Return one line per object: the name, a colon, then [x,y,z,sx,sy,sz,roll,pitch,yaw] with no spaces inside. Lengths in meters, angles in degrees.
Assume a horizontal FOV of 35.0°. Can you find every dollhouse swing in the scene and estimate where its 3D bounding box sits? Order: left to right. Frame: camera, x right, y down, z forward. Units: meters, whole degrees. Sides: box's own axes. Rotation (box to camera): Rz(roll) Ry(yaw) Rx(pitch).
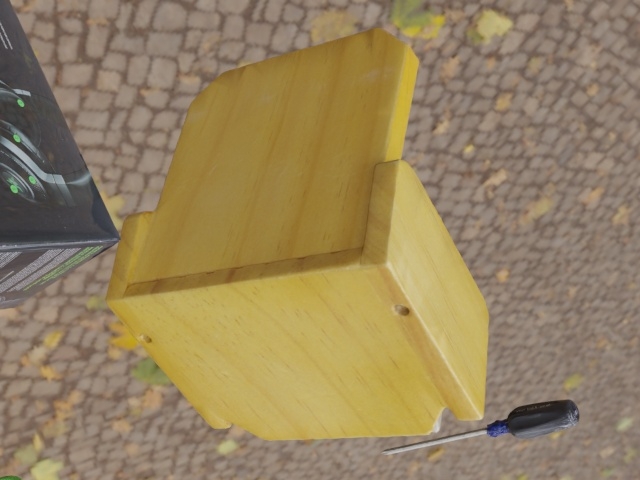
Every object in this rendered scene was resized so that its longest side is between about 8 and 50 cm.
dollhouse swing: [0.000,0.000,1.114,0.347,0.305,0.315,-10,128,33]

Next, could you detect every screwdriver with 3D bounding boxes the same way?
screwdriver: [0.114,0.147,0.757,0.170,0.025,0.024,-24,132,31]

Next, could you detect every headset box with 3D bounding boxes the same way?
headset box: [-0.307,-0.074,0.742,0.131,0.246,0.283,-30,171,22]

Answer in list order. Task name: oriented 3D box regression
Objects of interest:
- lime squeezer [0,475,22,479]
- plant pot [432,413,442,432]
lime squeezer: [-0.310,0.293,1.066,0.059,0.310,0.110,-51,165,-20]
plant pot: [0.099,0.162,1.232,0.109,0.109,0.096,8,157,8]
